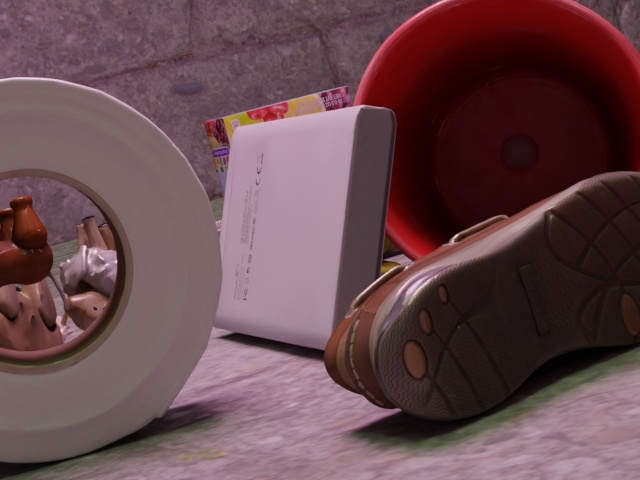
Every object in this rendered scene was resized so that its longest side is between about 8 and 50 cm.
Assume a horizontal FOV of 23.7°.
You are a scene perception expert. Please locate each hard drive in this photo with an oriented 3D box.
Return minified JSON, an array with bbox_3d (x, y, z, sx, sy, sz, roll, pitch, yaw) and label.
[{"bbox_3d":[-0.024,-0.010,1.378,0.040,0.203,0.307,7,-2,-23],"label":"hard drive"}]

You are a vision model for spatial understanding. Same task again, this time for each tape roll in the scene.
[{"bbox_3d":[-0.218,0.021,1.145,0.286,0.286,0.100,-15,6,-11],"label":"tape roll"}]

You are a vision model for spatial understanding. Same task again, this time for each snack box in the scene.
[{"bbox_3d":[-0.028,-0.066,1.846,0.175,0.207,0.070,-18,7,-25],"label":"snack box"}]

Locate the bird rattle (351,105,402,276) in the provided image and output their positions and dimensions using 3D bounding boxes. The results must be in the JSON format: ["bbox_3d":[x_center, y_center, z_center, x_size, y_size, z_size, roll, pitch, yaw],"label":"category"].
[{"bbox_3d":[0.085,-0.052,1.592,0.254,0.206,0.143,-24,27,-12],"label":"bird rattle"}]

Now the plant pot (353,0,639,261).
[{"bbox_3d":[0.181,-0.085,1.428,0.275,0.274,0.243,-12,-3,11],"label":"plant pot"}]

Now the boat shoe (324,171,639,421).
[{"bbox_3d":[0.136,0.031,1.049,0.324,0.123,0.116,-16,4,-37],"label":"boat shoe"}]

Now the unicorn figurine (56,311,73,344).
[{"bbox_3d":[-0.313,0.115,1.584,0.162,0.060,0.111,-31,9,-7],"label":"unicorn figurine"}]

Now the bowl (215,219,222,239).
[{"bbox_3d":[-0.166,0.037,1.790,0.170,0.080,0.170,-17,7,2],"label":"bowl"}]

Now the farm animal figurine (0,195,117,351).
[{"bbox_3d":[-0.338,0.093,1.385,0.330,0.172,0.327,-19,-9,24],"label":"farm animal figurine"}]
